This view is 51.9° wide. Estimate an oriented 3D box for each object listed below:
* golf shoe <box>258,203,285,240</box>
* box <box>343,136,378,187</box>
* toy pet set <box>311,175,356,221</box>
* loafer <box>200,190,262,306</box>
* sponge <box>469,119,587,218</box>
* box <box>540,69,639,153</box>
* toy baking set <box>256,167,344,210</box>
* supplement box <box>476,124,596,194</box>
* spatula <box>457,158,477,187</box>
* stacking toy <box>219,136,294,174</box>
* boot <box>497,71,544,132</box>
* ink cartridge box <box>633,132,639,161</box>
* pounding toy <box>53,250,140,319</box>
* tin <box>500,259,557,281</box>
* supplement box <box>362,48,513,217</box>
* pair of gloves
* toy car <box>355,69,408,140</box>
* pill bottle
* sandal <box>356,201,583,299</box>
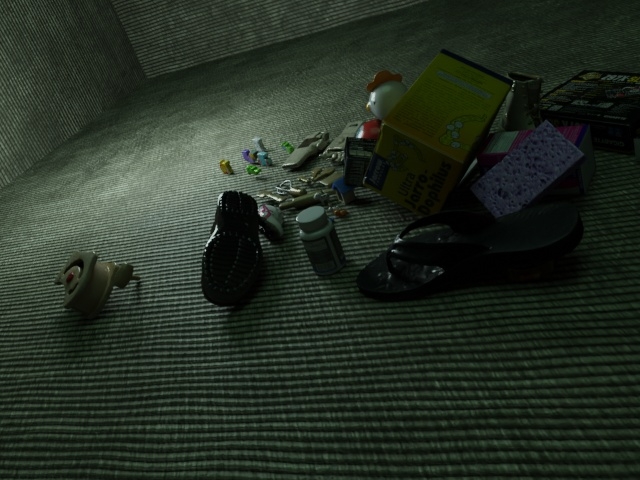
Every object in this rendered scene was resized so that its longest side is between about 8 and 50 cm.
[{"bbox_3d":[-0.127,-0.057,1.690,0.086,0.068,0.186,-27,28,-14],"label":"golf shoe"},{"bbox_3d":[0.150,-0.195,1.668,0.180,0.078,0.147,5,29,-2],"label":"box"},{"bbox_3d":[0.035,-0.113,1.680,0.114,0.065,0.122,-29,29,-15],"label":"toy pet set"},{"bbox_3d":[-0.208,0.034,1.561,0.133,0.130,0.366,14,38,-8],"label":"loafer"},{"bbox_3d":[0.421,-0.136,1.344,0.210,0.031,0.117,-44,56,17],"label":"sponge"},{"bbox_3d":[0.688,-0.320,1.589,0.257,0.079,0.322,-31,29,-21],"label":"box"},{"bbox_3d":[-0.053,-0.138,1.830,0.256,0.030,0.197,-19,25,3],"label":"toy baking set"},{"bbox_3d":[0.469,-0.171,1.437,0.220,0.111,0.114,1,36,37],"label":"supplement box"},{"bbox_3d":[0.384,-0.191,1.630,0.168,0.019,0.242,6,38,39],"label":"spatula"},{"bbox_3d":[-0.206,-0.266,2.139,0.167,0.052,0.221,-40,35,-28],"label":"stacking toy"},{"bbox_3d":[0.507,-0.300,1.562,0.077,0.165,0.213,-15,36,-20],"label":"boot"},{"bbox_3d":[0.821,-0.200,1.302,0.165,0.065,0.332,-36,32,-27],"label":"ink cartridge box"},{"bbox_3d":[-0.558,0.126,1.661,0.269,0.155,0.154,1,62,51],"label":"pounding toy"},{"bbox_3d":[0.385,0.013,1.249,0.106,0.040,0.190,-9,30,13],"label":"tin"},{"bbox_3d":[0.275,-0.250,1.524,0.195,0.194,0.356,29,51,11],"label":"supplement box"},{"bbox_3d":[0.014,-0.285,2.022,0.240,0.042,0.204,-8,34,32],"label":"pair of gloves"},{"bbox_3d":[0.178,-0.353,1.822,0.210,0.238,0.219,-17,28,7],"label":"toy car"},{"bbox_3d":[0.000,0.000,1.426,0.078,0.137,0.078,-16,28,9],"label":"pill bottle"},{"bbox_3d":[0.256,-0.004,1.242,0.445,0.107,0.168,-18,29,29],"label":"sandal"}]
